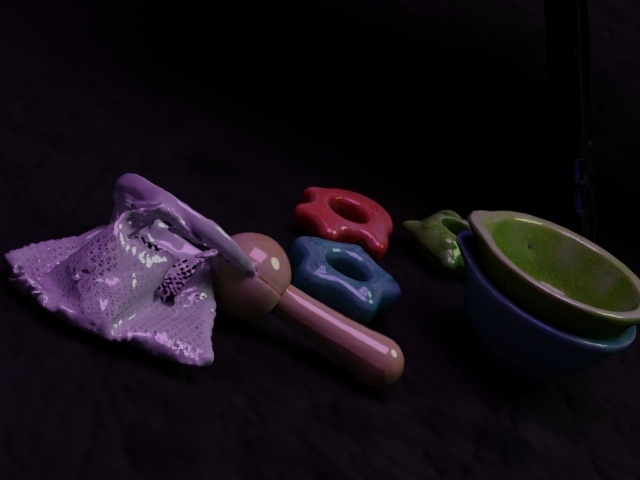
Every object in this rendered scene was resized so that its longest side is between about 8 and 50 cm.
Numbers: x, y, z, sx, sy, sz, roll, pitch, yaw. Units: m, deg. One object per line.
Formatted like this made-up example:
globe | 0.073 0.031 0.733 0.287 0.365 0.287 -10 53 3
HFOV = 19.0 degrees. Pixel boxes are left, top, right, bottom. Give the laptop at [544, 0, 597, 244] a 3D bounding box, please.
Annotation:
laptop | 0.042 -0.147 0.828 0.137 0.264 0.234 -3 25 6

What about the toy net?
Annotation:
toy net | 0.000 0.000 0.651 0.232 0.045 0.122 8 31 -36
